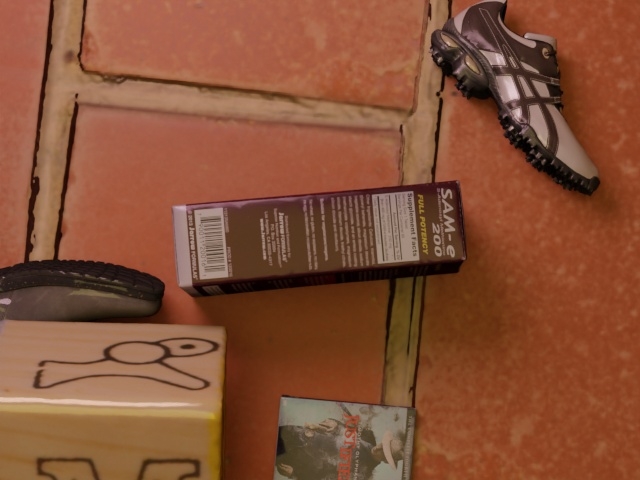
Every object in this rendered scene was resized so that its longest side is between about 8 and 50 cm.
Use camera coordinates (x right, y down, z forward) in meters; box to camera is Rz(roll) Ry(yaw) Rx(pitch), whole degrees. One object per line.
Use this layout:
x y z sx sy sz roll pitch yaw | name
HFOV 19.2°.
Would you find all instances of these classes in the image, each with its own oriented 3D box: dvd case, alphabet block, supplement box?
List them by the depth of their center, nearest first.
-0.176 0.183 1.537 0.197 0.192 0.193 2 109 -1 | alphabet block
0.000 0.000 1.607 0.239 0.130 0.073 -5 84 0 | supplement box
0.021 0.183 1.649 0.119 0.013 0.087 6 85 1 | dvd case

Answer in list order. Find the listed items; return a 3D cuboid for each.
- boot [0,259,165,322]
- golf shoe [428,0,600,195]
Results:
-0.257 0.099 1.644 0.246 0.083 0.161 1 97 2 | boot
0.187 -0.129 1.641 0.094 0.077 0.198 -42 86 -3 | golf shoe
